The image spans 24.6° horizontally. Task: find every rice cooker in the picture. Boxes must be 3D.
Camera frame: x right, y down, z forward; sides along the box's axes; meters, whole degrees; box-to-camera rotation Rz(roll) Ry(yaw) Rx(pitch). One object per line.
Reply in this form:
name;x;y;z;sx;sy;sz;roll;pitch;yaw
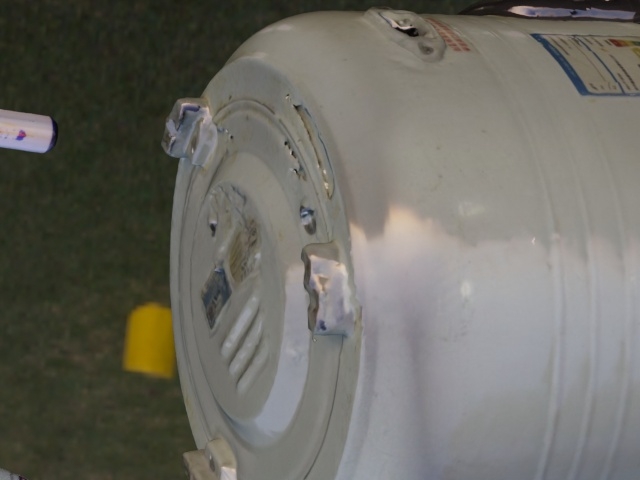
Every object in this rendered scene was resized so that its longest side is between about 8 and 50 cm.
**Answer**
rice cooker;0.069;0.015;0.577;0.244;0.226;0.226;-4;150;-22

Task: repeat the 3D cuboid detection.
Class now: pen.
pen;-0.326;-0.095;1.084;0.269;0.033;0.033;7;148;-30

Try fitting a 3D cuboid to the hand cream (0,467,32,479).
hand cream;-0.177;0.257;1.208;0.331;0.085;0.058;28;117;-30
